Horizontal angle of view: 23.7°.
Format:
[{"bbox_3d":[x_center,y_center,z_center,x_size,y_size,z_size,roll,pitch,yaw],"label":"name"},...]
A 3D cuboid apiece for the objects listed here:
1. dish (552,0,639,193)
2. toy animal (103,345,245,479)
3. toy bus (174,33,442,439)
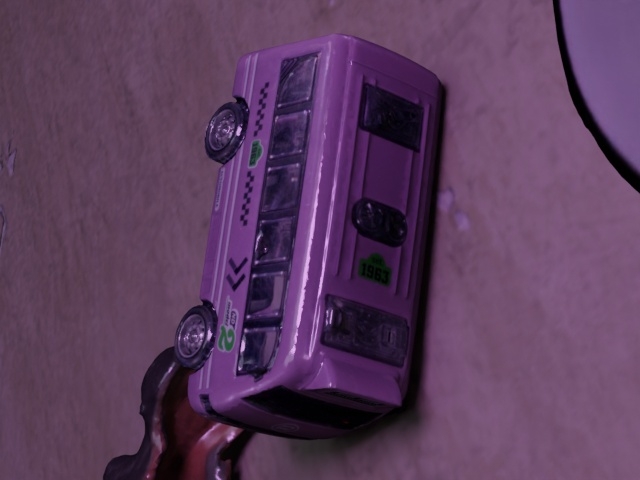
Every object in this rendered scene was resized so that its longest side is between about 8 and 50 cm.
[{"bbox_3d":[0.216,-0.137,0.519,0.316,0.106,0.316,-26,58,51],"label":"dish"},{"bbox_3d":[-0.131,0.222,0.889,0.343,0.106,0.168,-50,34,23],"label":"toy animal"},{"bbox_3d":[0.000,0.000,0.787,0.108,0.096,0.198,-11,67,49],"label":"toy bus"}]
